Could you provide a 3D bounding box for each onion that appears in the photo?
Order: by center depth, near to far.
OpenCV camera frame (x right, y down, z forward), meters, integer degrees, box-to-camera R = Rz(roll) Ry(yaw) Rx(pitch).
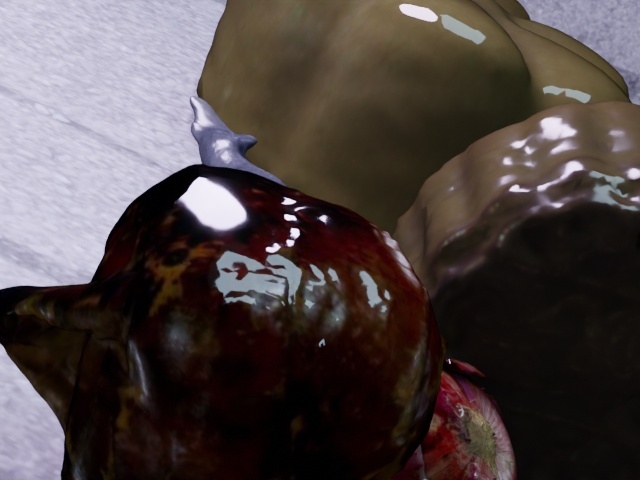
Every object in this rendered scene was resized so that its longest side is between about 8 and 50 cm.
[{"bbox_3d":[0.065,0.161,1.401,0.150,0.140,0.150,27,56,-49],"label":"onion"}]

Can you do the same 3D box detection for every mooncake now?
[{"bbox_3d":[0.216,0.059,1.516,0.324,0.324,0.187,25,23,-10],"label":"mooncake"},{"bbox_3d":[0.107,-0.157,1.980,0.467,0.262,0.467,26,16,-8],"label":"mooncake"}]

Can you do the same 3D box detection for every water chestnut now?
[{"bbox_3d":[-0.060,0.075,1.186,0.244,0.289,0.289,52,18,-8],"label":"water chestnut"}]

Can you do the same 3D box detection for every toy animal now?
[{"bbox_3d":[-0.055,0.003,1.643,0.206,0.081,0.367,30,27,-10],"label":"toy animal"}]
